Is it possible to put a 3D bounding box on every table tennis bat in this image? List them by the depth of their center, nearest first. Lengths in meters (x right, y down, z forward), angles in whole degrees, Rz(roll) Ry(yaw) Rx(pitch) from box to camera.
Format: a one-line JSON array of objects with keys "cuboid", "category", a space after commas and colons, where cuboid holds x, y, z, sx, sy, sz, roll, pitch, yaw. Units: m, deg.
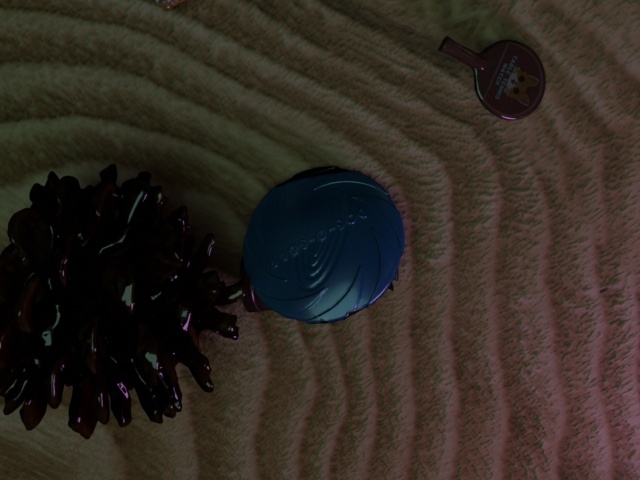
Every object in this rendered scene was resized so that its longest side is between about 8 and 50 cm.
[{"cuboid": [0.218, -0.233, 1.369, 0.170, 0.119, 0.107, 25, 84, -20], "category": "table tennis bat"}]

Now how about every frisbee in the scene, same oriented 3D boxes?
[{"cuboid": [0.000, 0.000, 1.396, 0.242, 0.045, 0.242, -5, 69, 12], "category": "frisbee"}]

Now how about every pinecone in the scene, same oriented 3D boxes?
[{"cuboid": [-0.288, 0.089, 1.367, 0.398, 0.398, 0.397, 3, 107, 11], "category": "pinecone"}]

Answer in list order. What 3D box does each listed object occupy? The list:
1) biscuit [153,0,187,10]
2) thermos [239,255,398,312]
[{"cuboid": [-0.265, -0.512, 1.358, 0.094, 0.054, 0.378, -21, 101, 16], "category": "biscuit"}, {"cuboid": [0.001, 0.051, 1.449, 0.232, 0.099, 0.124, -5, 94, 14], "category": "thermos"}]
